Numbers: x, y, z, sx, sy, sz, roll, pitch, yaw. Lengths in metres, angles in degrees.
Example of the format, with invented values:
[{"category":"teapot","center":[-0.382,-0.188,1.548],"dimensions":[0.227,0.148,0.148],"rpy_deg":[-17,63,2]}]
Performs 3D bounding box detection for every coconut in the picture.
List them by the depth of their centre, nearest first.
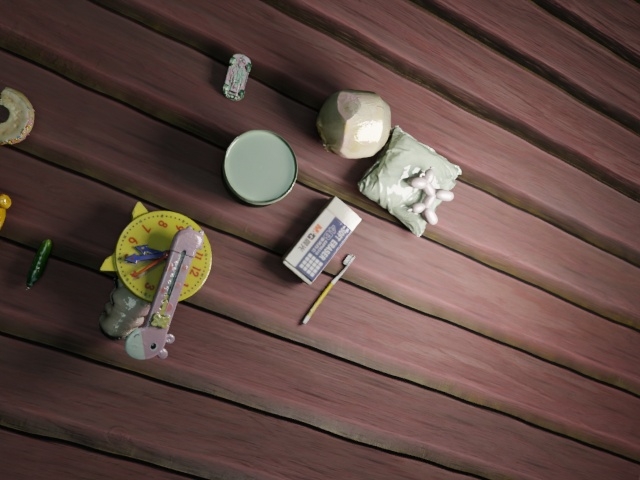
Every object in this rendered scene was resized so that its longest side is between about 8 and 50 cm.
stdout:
[{"category":"coconut","center":[0.093,-0.371,1.429],"dimensions":[0.230,0.227,0.227],"rpy_deg":[0,90,-14]}]

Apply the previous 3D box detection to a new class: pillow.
[{"category":"pillow","center":[0.298,-0.201,1.523],"dimensions":[0.309,0.138,0.284],"rpy_deg":[32,84,-15]}]

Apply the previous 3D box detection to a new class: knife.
[{"category":"knife","center":[-0.433,0.147,1.278],"dimensions":[0.132,0.038,0.399],"rpy_deg":[23,79,-36]}]

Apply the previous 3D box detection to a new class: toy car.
[{"category":"toy car","center":[-0.264,-0.516,1.422],"dimensions":[0.069,0.055,0.142],"rpy_deg":[15,100,-13]}]

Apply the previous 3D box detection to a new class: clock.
[{"category":"clock","center":[-0.461,0.045,1.325],"dimensions":[0.293,0.071,0.277],"rpy_deg":[25,68,-26]}]

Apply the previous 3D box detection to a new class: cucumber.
[{"category":"cucumber","center":[-0.814,0.068,1.295],"dimensions":[0.037,0.037,0.155],"rpy_deg":[21,84,-13]}]

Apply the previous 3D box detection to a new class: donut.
[{"category":"donut","center":[-0.868,-0.334,1.265],"dimensions":[0.108,0.065,0.166],"rpy_deg":[30,82,-13]}]

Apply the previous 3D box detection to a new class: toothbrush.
[{"category":"toothbrush","center":[0.024,0.162,1.516],"dimensions":[0.024,0.021,0.288],"rpy_deg":[37,81,-1]}]

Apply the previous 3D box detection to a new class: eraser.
[{"category":"eraser","center":[0.000,0.000,1.477],"dimensions":[0.124,0.081,0.279],"rpy_deg":[40,81,-11]}]

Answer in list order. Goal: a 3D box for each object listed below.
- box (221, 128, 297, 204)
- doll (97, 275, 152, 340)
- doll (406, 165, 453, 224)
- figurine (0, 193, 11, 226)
[{"category":"box","center":[-0.192,-0.219,1.394],"dimensions":[0.225,0.149,0.227],"rpy_deg":[0,90,-15]},{"category":"doll","center":[-0.578,0.202,1.327],"dimensions":[0.149,0.095,0.192],"rpy_deg":[29,86,-11]},{"category":"doll","center":[0.344,-0.149,1.448],"dimensions":[0.160,0.059,0.161],"rpy_deg":[29,97,-20]},{"category":"figurine","center":[-0.982,-0.096,1.169],"dimensions":[0.322,0.196,0.320],"rpy_deg":[28,77,-3]}]
